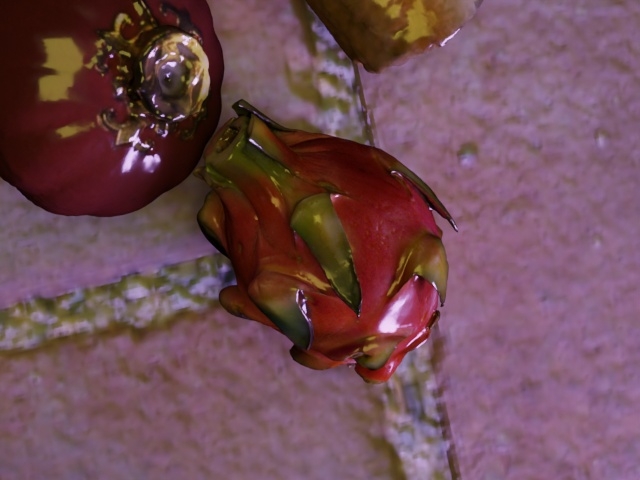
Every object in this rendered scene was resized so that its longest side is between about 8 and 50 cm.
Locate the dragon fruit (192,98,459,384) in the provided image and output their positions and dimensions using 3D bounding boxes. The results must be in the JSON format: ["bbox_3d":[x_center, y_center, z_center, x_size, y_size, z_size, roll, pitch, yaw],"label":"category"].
[{"bbox_3d":[-0.002,-0.001,0.622,0.116,0.086,0.081,43,80,-20],"label":"dragon fruit"}]

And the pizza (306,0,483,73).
[{"bbox_3d":[0.060,-0.164,0.636,0.194,0.069,0.154,-26,97,-14],"label":"pizza"}]

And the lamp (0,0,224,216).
[{"bbox_3d":[-0.080,-0.058,0.605,0.101,0.090,0.101,-4,96,-46],"label":"lamp"}]
